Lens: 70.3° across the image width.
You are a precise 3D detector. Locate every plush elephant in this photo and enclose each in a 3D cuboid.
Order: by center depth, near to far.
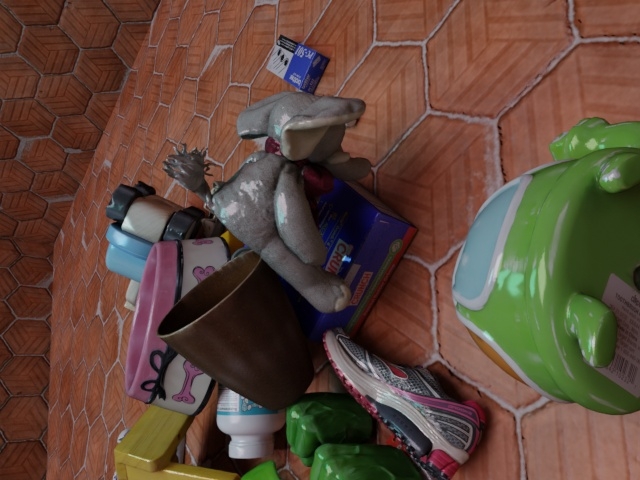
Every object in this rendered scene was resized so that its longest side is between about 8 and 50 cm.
[{"bbox_3d":[-0.036,-0.106,0.704,0.255,0.330,0.272,-45,37,2],"label":"plush elephant"}]

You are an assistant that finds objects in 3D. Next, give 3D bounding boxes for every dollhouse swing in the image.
[{"bbox_3d":[-0.256,0.571,1.013,0.315,0.304,0.348,-68,-26,-80],"label":"dollhouse swing"}]

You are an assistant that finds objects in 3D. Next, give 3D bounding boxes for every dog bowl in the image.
[{"bbox_3d":[-0.332,0.179,1.029,0.408,0.150,0.409,-36,48,55],"label":"dog bowl"}]

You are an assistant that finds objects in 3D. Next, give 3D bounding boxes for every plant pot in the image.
[{"bbox_3d":[-0.116,0.170,0.774,0.215,0.231,0.215,-33,16,10],"label":"plant pot"}]

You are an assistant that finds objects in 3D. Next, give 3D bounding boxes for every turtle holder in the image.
[{"bbox_3d":[0.267,0.008,0.497,0.227,0.243,0.321,172,97,-66],"label":"turtle holder"}]

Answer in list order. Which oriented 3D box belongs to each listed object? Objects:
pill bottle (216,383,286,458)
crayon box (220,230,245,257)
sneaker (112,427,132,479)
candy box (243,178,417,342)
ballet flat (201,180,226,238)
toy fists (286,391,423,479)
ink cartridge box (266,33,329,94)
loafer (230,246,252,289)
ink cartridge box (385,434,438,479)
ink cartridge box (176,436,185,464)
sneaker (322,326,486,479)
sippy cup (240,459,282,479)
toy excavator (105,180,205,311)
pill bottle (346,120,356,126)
[{"bbox_3d":[-0.145,0.315,0.970,0.146,0.146,0.265,-20,66,46],"label":"pill bottle"},{"bbox_3d":[-0.268,0.109,1.223,0.318,0.081,0.203,-31,57,41],"label":"crayon box"},{"bbox_3d":[-0.588,0.711,1.436,0.104,0.095,0.237,-31,56,32],"label":"sneaker"},{"bbox_3d":[0.000,0.000,0.903,0.317,0.122,0.268,47,115,46],"label":"candy box"},{"bbox_3d":[-0.319,-0.073,1.342,0.072,0.068,0.214,16,93,51],"label":"ballet flat"},{"bbox_3d":[0.031,0.337,0.724,0.279,0.142,0.096,36,108,60],"label":"toy fists"},{"bbox_3d":[-0.063,-0.452,1.160,0.207,0.046,0.097,47,116,45],"label":"ink cartridge box"},{"bbox_3d":[-0.129,0.147,0.907,0.084,0.096,0.268,165,100,-79],"label":"loafer"},{"bbox_3d":[0.140,0.352,0.712,0.063,0.029,0.115,-57,44,23],"label":"ink cartridge box"},{"bbox_3d":[-0.472,0.646,1.345,0.223,0.045,0.224,-20,65,45],"label":"ink cartridge box"},{"bbox_3d":[0.116,0.231,0.717,0.112,0.121,0.299,-42,47,-15],"label":"sneaker"},{"bbox_3d":[-0.036,0.521,0.727,0.224,0.239,0.306,169,114,-67],"label":"sippy cup"},{"bbox_3d":[-0.546,0.063,1.405,0.446,0.222,0.433,-64,8,6],"label":"toy excavator"},{"bbox_3d":[0.042,-0.271,0.988,0.083,0.043,0.044,36,107,48],"label":"pill bottle"}]
